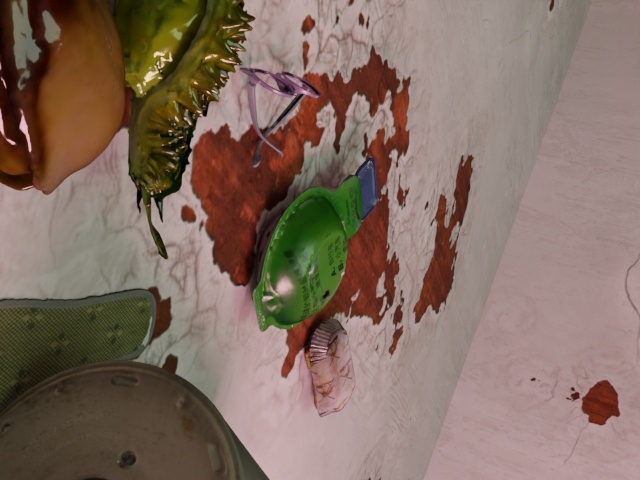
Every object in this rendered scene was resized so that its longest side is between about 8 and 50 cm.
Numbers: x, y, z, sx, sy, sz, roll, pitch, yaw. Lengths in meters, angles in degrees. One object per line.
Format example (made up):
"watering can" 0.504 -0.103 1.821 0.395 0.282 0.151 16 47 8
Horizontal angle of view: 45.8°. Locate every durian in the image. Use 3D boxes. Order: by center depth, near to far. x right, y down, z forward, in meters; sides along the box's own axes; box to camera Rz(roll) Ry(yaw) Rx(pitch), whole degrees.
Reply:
"durian" -0.114 -0.175 0.642 0.106 0.132 0.375 62 41 -75

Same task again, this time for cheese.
"cheese" 0.000 0.000 1.061 0.320 0.083 0.204 -50 145 -40

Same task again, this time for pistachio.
"pistachio" -0.192 -0.125 0.492 0.210 0.131 0.165 111 -29 -43

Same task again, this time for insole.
"insole" -0.245 0.097 0.666 0.322 0.007 0.109 -8 112 -64

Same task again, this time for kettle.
"kettle" -0.123 0.339 0.700 0.250 0.361 0.376 -27 148 -4

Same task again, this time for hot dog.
"hot dog" 0.016 0.212 1.266 0.108 0.059 0.191 -51 146 -40

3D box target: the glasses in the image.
"glasses" -0.062 -0.147 0.901 0.103 0.062 0.140 -59 163 23
